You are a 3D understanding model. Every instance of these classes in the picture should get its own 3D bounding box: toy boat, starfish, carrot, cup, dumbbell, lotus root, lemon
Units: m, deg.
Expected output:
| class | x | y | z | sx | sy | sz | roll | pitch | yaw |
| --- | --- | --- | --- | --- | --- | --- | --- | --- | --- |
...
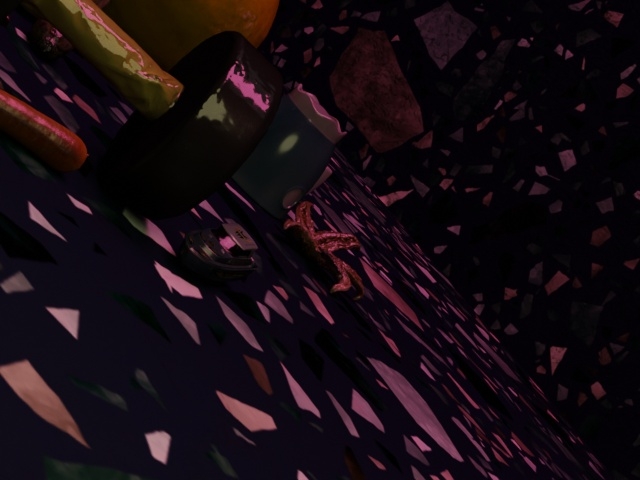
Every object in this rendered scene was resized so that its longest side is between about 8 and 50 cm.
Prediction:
| class | x | y | z | sx | sy | sz | roll | pitch | yaw |
| --- | --- | --- | --- | --- | --- | --- | --- | --- | --- |
| toy boat | -0.108 | 0.013 | 1.164 | 0.055 | 0.060 | 0.141 | 50 | 12 | 13 |
| starfish | -0.006 | 0.006 | 1.742 | 0.238 | 0.057 | 0.213 | 25 | 27 | -51 |
| carrot | -0.278 | -0.113 | 0.983 | 0.190 | 0.037 | 0.037 | 35 | 14 | -41 |
| cup | -0.056 | -0.149 | 1.800 | 0.167 | 0.173 | 0.300 | 52 | 9 | 27 |
| dumbbell | -0.210 | -0.190 | 1.093 | 0.322 | 0.204 | 0.203 | 43 | 9 | -24 |
| lotus root | -0.316 | -0.243 | 1.355 | 0.054 | 0.049 | 0.099 | 46 | 14 | -21 |
| lemon | -0.218 | -0.427 | 1.801 | 0.348 | 0.348 | 0.348 | 46 | 8 | -8 |

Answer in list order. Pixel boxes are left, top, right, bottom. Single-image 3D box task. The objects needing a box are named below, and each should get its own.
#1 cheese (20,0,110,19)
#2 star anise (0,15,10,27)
| class | x | y | z | sx | sy | sz | roll | pitch | yaw |
| --- | --- | --- | --- | --- | --- | --- | --- | --- | --- |
| cheese | -0.400 | -0.414 | 1.517 | 0.318 | 0.115 | 0.326 | 39 | 10 | -46 |
| star anise | -0.358 | -0.326 | 1.234 | 0.158 | 0.144 | 0.140 | 40 | 2 | -34 |
